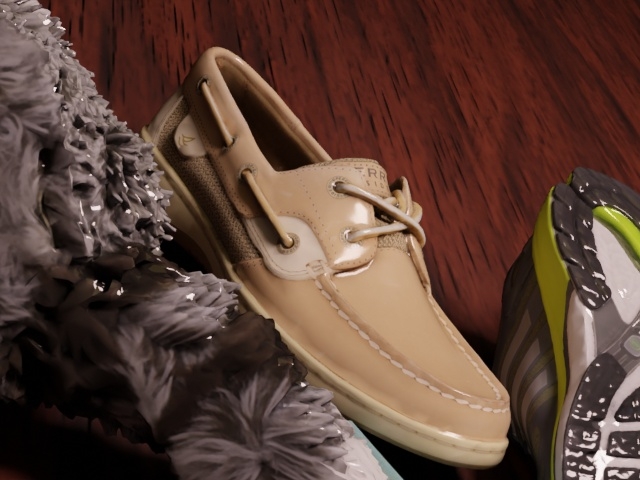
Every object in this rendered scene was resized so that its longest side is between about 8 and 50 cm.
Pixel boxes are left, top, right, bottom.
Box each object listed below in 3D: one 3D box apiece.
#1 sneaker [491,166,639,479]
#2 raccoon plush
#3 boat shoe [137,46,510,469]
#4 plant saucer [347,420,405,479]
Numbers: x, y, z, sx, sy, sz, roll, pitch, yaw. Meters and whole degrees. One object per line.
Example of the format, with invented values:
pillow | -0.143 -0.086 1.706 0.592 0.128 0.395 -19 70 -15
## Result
sneaker | 0.157 0.105 0.852 0.111 0.121 0.300 17 48 -12
raccoon plush | -0.160 -0.007 0.807 0.446 0.216 0.299 53 10 -10
boat shoe | 0.000 0.000 0.876 0.341 0.110 0.122 43 18 34
plant saucer | 0.069 0.162 0.735 0.192 0.018 0.067 45 -5 36
